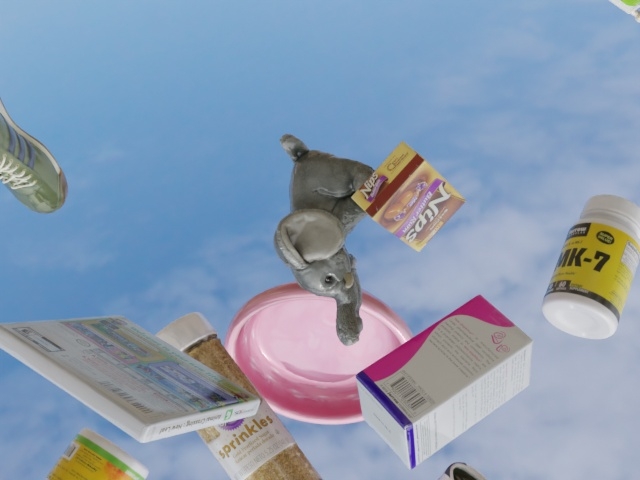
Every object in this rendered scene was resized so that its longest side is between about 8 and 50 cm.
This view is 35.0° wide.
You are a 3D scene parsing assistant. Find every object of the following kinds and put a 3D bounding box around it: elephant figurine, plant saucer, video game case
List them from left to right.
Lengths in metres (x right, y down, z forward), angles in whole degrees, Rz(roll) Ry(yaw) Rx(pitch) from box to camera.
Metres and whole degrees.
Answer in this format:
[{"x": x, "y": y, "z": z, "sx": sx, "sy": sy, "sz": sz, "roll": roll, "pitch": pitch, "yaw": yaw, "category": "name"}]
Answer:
[{"x": -0.195, "y": 0.134, "z": 1.038, "sx": 0.212, "sy": 0.023, "sz": 0.193, "roll": 26, "pitch": -169, "yaw": 27, "category": "video game case"}, {"x": 0.000, "y": 0.000, "z": 1.490, "sx": 0.186, "sy": 0.169, "sz": 0.239, "roll": 19, "pitch": -103, "yaw": 36, "category": "elephant figurine"}, {"x": 0.004, "y": 0.182, "z": 1.745, "sx": 0.332, "sy": 0.332, "sz": 0.084, "roll": -8, "pitch": -142, "yaw": 15, "category": "plant saucer"}]

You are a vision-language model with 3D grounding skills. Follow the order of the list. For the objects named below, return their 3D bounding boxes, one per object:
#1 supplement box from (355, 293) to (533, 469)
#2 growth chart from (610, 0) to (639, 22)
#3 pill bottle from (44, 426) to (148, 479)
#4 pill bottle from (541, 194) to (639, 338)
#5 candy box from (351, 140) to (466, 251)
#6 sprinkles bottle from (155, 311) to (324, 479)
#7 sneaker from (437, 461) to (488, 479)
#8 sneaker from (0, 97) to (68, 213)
[{"x": 0.171, "y": 0.190, "z": 1.384, "sx": 0.220, "sy": 0.114, "sz": 0.111, "roll": -31, "pitch": -130, "yaw": -18, "category": "supplement box"}, {"x": 0.395, "y": -0.350, "z": 1.312, "sx": 0.021, "sy": 0.172, "sz": 0.237, "roll": -58, "pitch": 179, "yaw": 0, "category": "growth chart"}, {"x": -0.403, "y": 0.442, "z": 1.653, "sx": 0.136, "sy": 0.136, "sz": 0.246, "roll": 14, "pitch": -117, "yaw": 45, "category": "pill bottle"}, {"x": 0.435, "y": 0.039, "z": 1.600, "sx": 0.119, "sy": 0.119, "sz": 0.208, "roll": 6, "pitch": -121, "yaw": 36, "category": "pill bottle"}, {"x": 0.130, "y": -0.059, "z": 1.455, "sx": 0.109, "sy": 0.186, "sz": 0.053, "roll": -48, "pitch": -118, "yaw": 7, "category": "candy box"}, {"x": -0.134, "y": 0.283, "z": 1.593, "sx": 0.121, "sy": 0.121, "sz": 0.355, "roll": -32, "pitch": -105, "yaw": -28, "category": "sprinkles bottle"}, {"x": 0.253, "y": 0.424, "z": 1.435, "sx": 0.094, "sy": 0.091, "sz": 0.258, "roll": -34, "pitch": -120, "yaw": -24, "category": "sneaker"}, {"x": -0.326, "y": -0.087, "z": 1.006, "sx": 0.064, "sy": 0.192, "sz": 0.086, "roll": -18, "pitch": -147, "yaw": 17, "category": "sneaker"}]
